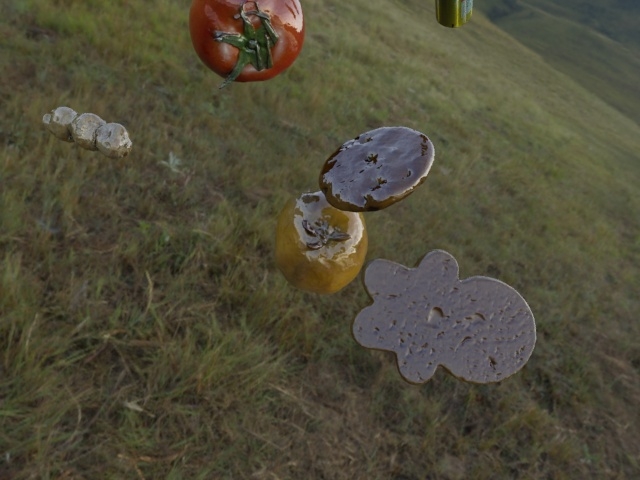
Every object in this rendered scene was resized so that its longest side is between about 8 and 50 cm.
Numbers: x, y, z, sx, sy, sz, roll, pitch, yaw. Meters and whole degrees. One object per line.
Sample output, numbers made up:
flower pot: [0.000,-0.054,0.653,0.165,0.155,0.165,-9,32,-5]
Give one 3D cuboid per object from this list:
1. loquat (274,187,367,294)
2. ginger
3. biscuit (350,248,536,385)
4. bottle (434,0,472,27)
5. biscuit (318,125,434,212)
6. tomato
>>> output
loquat: [0.000,0.000,1.183,0.193,0.239,0.238,10,24,-7]
ginger: [-0.505,-0.237,1.239,0.203,0.080,0.104,19,-11,19]
biscuit: [0.159,0.105,0.733,0.236,0.180,0.039,15,-2,6]
bottle: [0.266,-0.558,1.127,0.082,0.082,0.286,36,-12,24]
biscuit: [0.095,-0.129,0.975,0.212,0.212,0.036,52,-8,48]
tomato: [-0.163,-0.476,1.247,0.255,0.256,0.225,13,38,-30]
